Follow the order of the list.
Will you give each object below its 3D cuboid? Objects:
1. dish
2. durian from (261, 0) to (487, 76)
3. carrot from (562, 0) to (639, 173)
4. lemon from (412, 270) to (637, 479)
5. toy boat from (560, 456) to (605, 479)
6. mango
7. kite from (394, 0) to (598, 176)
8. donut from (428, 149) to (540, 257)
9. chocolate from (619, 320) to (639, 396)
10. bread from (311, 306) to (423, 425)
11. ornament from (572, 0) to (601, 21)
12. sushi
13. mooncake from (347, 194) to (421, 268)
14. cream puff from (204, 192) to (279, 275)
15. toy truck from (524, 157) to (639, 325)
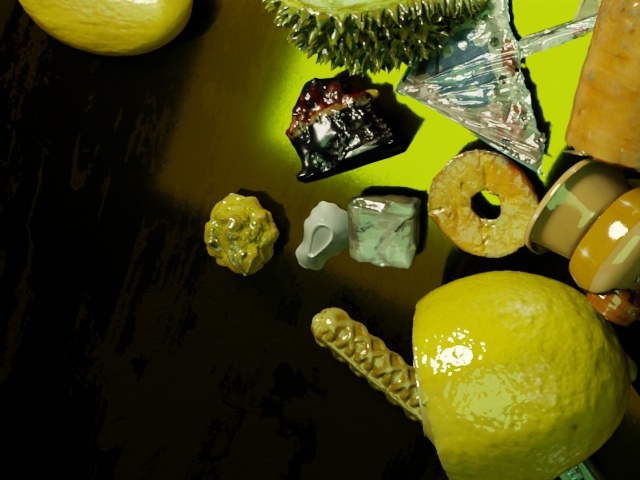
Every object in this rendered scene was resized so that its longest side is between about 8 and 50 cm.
[{"bbox_3d":[0.000,0.000,1.725,0.091,0.039,0.137,37,110,5],"label":"dish"},{"bbox_3d":[0.078,-0.386,1.580,0.395,0.163,0.198,2,65,17],"label":"durian"},{"bbox_3d":[0.492,-0.267,1.352,0.224,0.224,0.340,20,115,12],"label":"carrot"},{"bbox_3d":[0.323,0.212,1.522,0.364,0.364,0.364,4,105,16],"label":"lemon"},{"bbox_3d":[0.443,0.390,1.678,0.066,0.059,0.140,-36,93,10],"label":"toy boat"},{"bbox_3d":[-0.392,-0.423,1.683,0.332,0.142,0.195,28,115,6],"label":"mango"},{"bbox_3d":[0.282,-0.291,1.539,0.369,0.014,0.405,-14,88,31],"label":"kite"},{"bbox_3d":[0.277,-0.067,1.604,0.190,0.074,0.174,34,110,2],"label":"donut"},{"bbox_3d":[0.587,0.191,1.562,0.133,0.156,0.156,-10,103,-11],"label":"chocolate"},{"bbox_3d":[0.134,0.250,1.729,0.367,0.084,0.077,39,72,6],"label":"bread"},{"bbox_3d":[0.474,-0.373,1.470,0.180,0.059,0.201,-25,97,24],"label":"ornament"},{"bbox_3d":[0.026,-0.196,1.605,0.172,0.153,0.150,-20,84,11],"label":"sushi"},{"bbox_3d":[0.110,-0.021,1.667,0.130,0.073,0.125,6,103,14],"label":"mooncake"},{"bbox_3d":[-0.152,-0.005,1.732,0.146,0.116,0.146,5,109,16],"label":"cream puff"},{"bbox_3d":[0.468,-0.001,1.467,0.211,0.288,0.204,45,116,29],"label":"toy truck"}]
